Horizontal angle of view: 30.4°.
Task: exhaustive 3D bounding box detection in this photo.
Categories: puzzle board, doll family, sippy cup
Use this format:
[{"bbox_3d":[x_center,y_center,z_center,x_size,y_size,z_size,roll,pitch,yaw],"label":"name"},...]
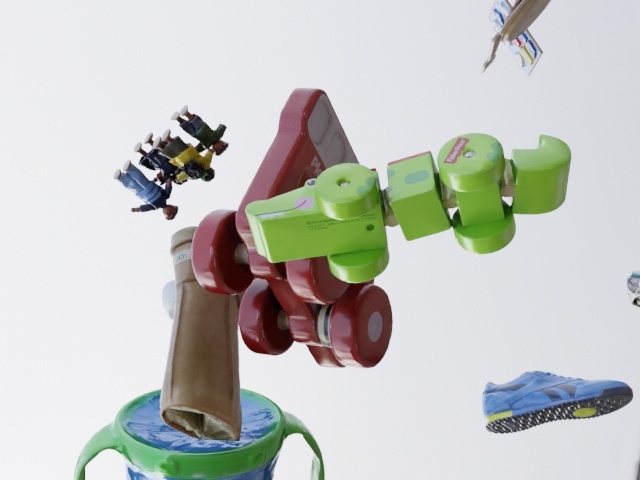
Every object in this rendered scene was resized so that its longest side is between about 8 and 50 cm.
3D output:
[{"bbox_3d":[0.325,-0.345,1.980,0.011,0.128,0.096,-29,-12,-11],"label":"puzzle board"},{"bbox_3d":[-0.214,-0.107,1.735,0.111,0.193,0.076,40,-144,-29],"label":"doll family"},{"bbox_3d":[-0.164,0.343,1.616,0.240,0.305,0.224,-36,-49,-64],"label":"sippy cup"}]

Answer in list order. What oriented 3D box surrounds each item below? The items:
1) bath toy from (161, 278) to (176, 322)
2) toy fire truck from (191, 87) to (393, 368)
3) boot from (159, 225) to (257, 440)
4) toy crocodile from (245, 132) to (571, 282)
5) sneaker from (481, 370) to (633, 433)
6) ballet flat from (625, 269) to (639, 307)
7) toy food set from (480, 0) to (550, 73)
[{"bbox_3d":[-0.096,0.061,1.902,0.151,0.348,0.129,54,-144,-32],"label":"bath toy"},{"bbox_3d":[0.000,0.000,1.422,0.302,0.169,0.254,60,-135,-42],"label":"toy fire truck"},{"bbox_3d":[-0.124,0.143,1.561,0.236,0.089,0.270,32,-138,-40],"label":"boot"},{"bbox_3d":[0.092,-0.044,1.215,0.105,0.340,0.115,-93,-12,-49],"label":"toy crocodile"},{"bbox_3d":[0.315,0.203,1.594,0.069,0.209,0.082,44,-140,-47],"label":"sneaker"},{"bbox_3d":[0.249,0.038,0.854,0.114,0.041,0.041,48,-128,-85],"label":"ballet flat"},{"bbox_3d":[0.294,-0.339,1.712,0.192,0.038,0.132,-45,-11,-10],"label":"toy food set"}]
